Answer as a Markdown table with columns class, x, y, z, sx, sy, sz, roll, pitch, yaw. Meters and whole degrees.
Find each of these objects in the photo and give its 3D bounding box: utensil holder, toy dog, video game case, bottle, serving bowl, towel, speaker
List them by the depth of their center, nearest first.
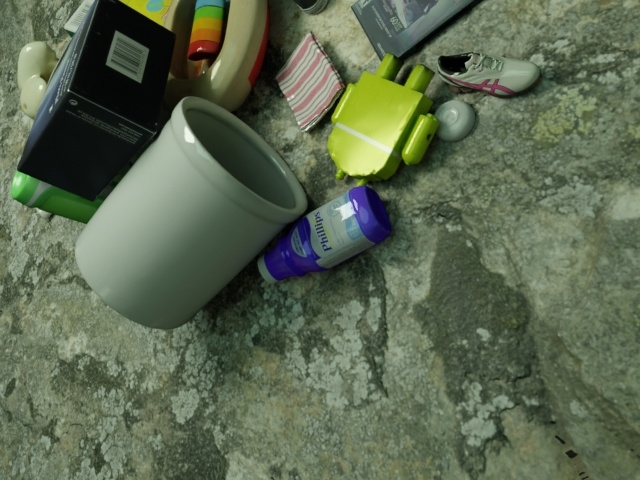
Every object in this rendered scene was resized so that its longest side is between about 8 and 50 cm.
| class | x | y | z | sx | sy | sz | roll | pitch | yaw |
| --- | --- | --- | --- | --- | --- | --- | --- | --- | --- |
| serving bowl | 0.249 | -0.231 | 1.118 | 0.083 | 0.027 | 0.083 | -8 | 74 | 31 |
| bottle | 0.000 | 0.000 | 1.180 | 0.283 | 0.092 | 0.118 | -28 | 65 | 24 |
| video game case | 0.209 | -0.505 | 1.217 | 0.274 | 0.026 | 0.196 | -34 | 62 | 22 |
| utensil holder | -0.272 | -0.046 | 1.235 | 0.385 | 0.327 | 0.328 | -45 | 58 | 18 |
| towel | -0.029 | -0.353 | 1.308 | 0.144 | 0.029 | 0.197 | -45 | 56 | 33 |
| speaker | -0.545 | -0.100 | 1.372 | 0.131 | 0.296 | 0.131 | -21 | 59 | 40 |
| toy dog | -0.627 | -0.272 | 1.551 | 0.408 | 0.284 | 0.395 | 48 | 111 | 31 |

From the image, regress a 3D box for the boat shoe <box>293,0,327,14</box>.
| class | x | y | z | sx | sy | sz | roll | pitch | yaw |
| --- | --- | --- | --- | --- | --- | --- | --- | --- | --- |
| boat shoe | -0.090 | -0.662 | 1.393 | 0.113 | 0.105 | 0.306 | -35 | 64 | 28 |

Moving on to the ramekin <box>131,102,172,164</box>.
| class | x | y | z | sx | sy | sz | roll | pitch | yaw |
| --- | --- | --- | --- | --- | --- | --- | --- | --- | --- |
| ramekin | -0.383 | -0.245 | 1.432 | 0.109 | 0.207 | 0.207 | -35 | 61 | 31 |

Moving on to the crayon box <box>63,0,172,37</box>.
| class | x | y | z | sx | sy | sz | roll | pitch | yaw |
| --- | --- | --- | --- | --- | --- | --- | --- | --- | --- |
| crayon box | -0.506 | -0.582 | 1.602 | 0.318 | 0.081 | 0.202 | 24 | 73 | 18 |

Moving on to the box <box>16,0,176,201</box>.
| class | x | y | z | sx | sy | sz | roll | pitch | yaw |
| --- | --- | --- | --- | --- | --- | --- | --- | --- | --- |
| box | -0.468 | -0.291 | 1.233 | 0.294 | 0.182 | 0.296 | -34 | 44 | 40 |

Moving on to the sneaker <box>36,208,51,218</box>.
| class | x | y | z | sx | sy | sz | roll | pitch | yaw |
| --- | --- | --- | --- | --- | --- | --- | --- | --- | --- |
| sneaker | -0.839 | -0.140 | 1.794 | 0.061 | 0.053 | 0.152 | -37 | 66 | 10 |

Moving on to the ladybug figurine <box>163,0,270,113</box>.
| class | x | y | z | sx | sy | sz | roll | pitch | yaw |
| --- | --- | --- | --- | --- | --- | --- | --- | --- | --- |
| ladybug figurine | -0.242 | -0.487 | 1.421 | 0.305 | 0.162 | 0.449 | 5 | 81 | 33 |

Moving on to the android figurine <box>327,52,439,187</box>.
| class | x | y | z | sx | sy | sz | roll | pitch | yaw |
| --- | --- | --- | --- | --- | --- | --- | --- | --- | --- |
| android figurine | 0.116 | -0.230 | 1.177 | 0.248 | 0.056 | 0.273 | 33 | 102 | 39 |

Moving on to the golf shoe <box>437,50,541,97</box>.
| class | x | y | z | sx | sy | sz | roll | pitch | yaw |
| --- | --- | --- | --- | --- | --- | --- | --- | --- | --- |
| golf shoe | 0.300 | -0.305 | 1.069 | 0.186 | 0.086 | 0.067 | 10 | 82 | 33 |
